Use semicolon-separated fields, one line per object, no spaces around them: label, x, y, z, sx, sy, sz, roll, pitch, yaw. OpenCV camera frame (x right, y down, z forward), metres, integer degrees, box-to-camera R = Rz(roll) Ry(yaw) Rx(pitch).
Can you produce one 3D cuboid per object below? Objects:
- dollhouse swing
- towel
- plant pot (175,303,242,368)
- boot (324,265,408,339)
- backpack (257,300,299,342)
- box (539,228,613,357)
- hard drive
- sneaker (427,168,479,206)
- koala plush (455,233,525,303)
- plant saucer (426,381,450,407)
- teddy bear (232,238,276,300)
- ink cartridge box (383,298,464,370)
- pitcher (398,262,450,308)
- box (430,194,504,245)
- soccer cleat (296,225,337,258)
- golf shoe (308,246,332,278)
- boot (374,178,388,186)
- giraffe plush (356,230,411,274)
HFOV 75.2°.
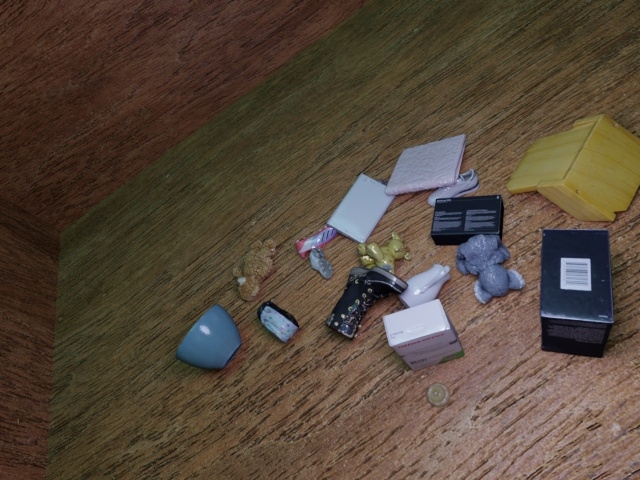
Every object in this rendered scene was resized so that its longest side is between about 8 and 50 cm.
dollhouse swing;0.980;-0.252;1.619;0.315;0.305;0.347;36;76;0
towel;0.486;-0.340;1.909;0.332;0.053;0.317;-7;44;40
plant pot;-0.468;0.457;1.848;0.195;0.290;0.290;36;77;5
boot;0.166;0.247;1.620;0.284;0.138;0.377;-59;21;-13
backpack;-0.183;0.359;1.821;0.182;0.152;0.115;32;83;29
box;0.778;0.163;1.279;0.183;0.294;0.296;2;59;29
hard drive;0.197;-0.149;1.970;0.203;0.040;0.307;31;76;16
sneaker;0.573;-0.233;1.821;0.235;0.095;0.090;-29;50;12
koala plush;0.609;0.106;1.508;0.196;0.203;0.221;-23;61;16
plant saucer;0.402;0.528;1.428;0.083;0.015;0.083;-16;52;21
teddy bear;-0.336;0.132;2.083;0.245;0.113;0.338;15;67;39
ink cartridge box;0.357;0.329;1.421;0.198;0.273;0.114;-22;50;15
pitcher;0.401;0.173;1.579;0.207;0.178;0.125;-41;76;-4
box;0.598;-0.080;1.691;0.261;0.103;0.184;0;61;31
soccer cleat;0.000;0.000;2.014;0.248;0.083;0.095;-25;81;4
golf shoe;-0.002;0.118;1.943;0.086;0.069;0.176;-53;47;35
boot;0.282;-0.253;2.044;0.087;0.042;0.118;19;76;30
giraffe plush;0.283;0.052;1.757;0.170;0.181;0.210;-36;32;-26
